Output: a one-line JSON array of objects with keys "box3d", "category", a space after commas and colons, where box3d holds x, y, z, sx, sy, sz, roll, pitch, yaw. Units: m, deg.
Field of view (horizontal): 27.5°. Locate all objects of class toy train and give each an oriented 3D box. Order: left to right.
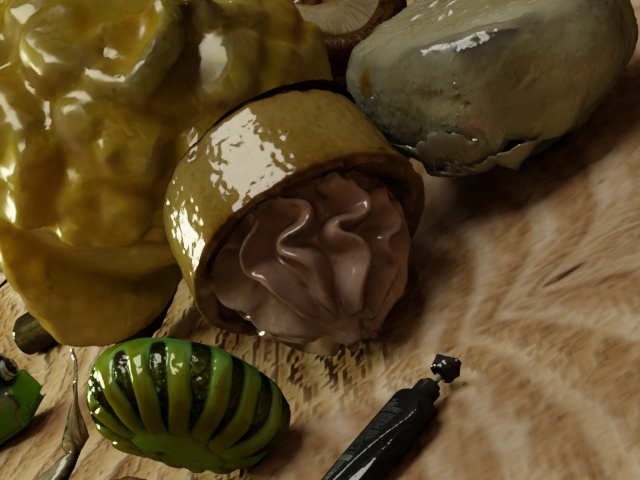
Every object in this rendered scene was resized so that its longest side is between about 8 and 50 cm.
[{"box3d": [-0.354, 0.180, 1.273, 0.202, 0.081, 0.060, -34, 18, 27], "category": "toy train"}]

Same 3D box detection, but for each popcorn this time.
[{"box3d": [-0.156, -0.075, 1.155, 0.349, 0.382, 0.349, 3, 31, -2], "category": "popcorn"}]

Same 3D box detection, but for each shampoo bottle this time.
[{"box3d": [0.041, 0.125, 0.821, 0.137, 0.027, 0.048, -46, 14, -25], "category": "shampoo bottle"}]

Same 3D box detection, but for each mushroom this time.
[{"box3d": [-0.006, -0.239, 1.508, 0.231, 0.194, 0.138, -21, -29, -26], "category": "mushroom"}]

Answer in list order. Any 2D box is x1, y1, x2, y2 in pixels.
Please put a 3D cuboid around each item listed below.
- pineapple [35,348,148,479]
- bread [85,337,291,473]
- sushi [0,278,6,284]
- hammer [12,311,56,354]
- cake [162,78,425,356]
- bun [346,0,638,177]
[{"box3d": [-0.143, 0.217, 0.731, 0.161, 0.158, 0.334, -17, 27, 41], "category": "pineapple"}, {"box3d": [-0.094, 0.119, 0.909, 0.130, 0.139, 0.071, -27, 42, 42], "category": "bread"}, {"box3d": [-0.201, -0.033, 1.480, 0.373, 0.100, 0.296, -43, 7, 8], "category": "sushi"}, {"box3d": [-0.148, 0.012, 1.349, 0.440, 0.044, 0.168, -28, 23, 22], "category": "hammer"}, {"box3d": [0.000, 0.000, 0.981, 0.207, 0.178, 0.185, -21, -35, -34], "category": "cake"}, {"box3d": [0.142, -0.132, 1.054, 0.239, 0.141, 0.239, -22, 19, 8], "category": "bun"}]
